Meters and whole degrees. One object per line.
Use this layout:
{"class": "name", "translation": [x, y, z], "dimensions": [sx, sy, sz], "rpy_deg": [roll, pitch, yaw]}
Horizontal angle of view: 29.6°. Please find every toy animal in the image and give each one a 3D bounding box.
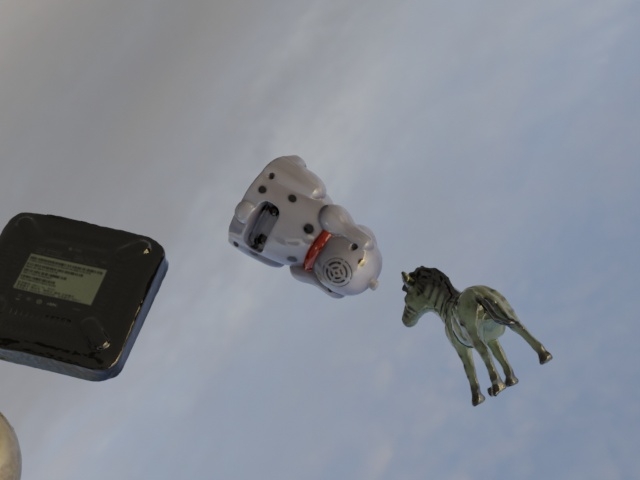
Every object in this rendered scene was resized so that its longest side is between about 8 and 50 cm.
{"class": "toy animal", "translation": [0.163, 0.088, 1.342], "dimensions": [0.073, 0.176, 0.217], "rpy_deg": [-27, 172, -15]}

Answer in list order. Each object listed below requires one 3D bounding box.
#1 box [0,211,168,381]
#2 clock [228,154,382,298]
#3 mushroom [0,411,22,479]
{"class": "box", "translation": [-0.423, 0.086, 1.983], "dimensions": [0.290, 0.073, 0.289], "rpy_deg": [13, -130, 9]}
{"class": "clock", "translation": [-0.001, -0.002, 1.985], "dimensions": [0.189, 0.254, 0.189], "rpy_deg": [-52, 166, -19]}
{"class": "mushroom", "translation": [-0.511, 0.305, 1.603], "dimensions": [0.206, 0.209, 0.206], "rpy_deg": [-29, -124, 53]}
